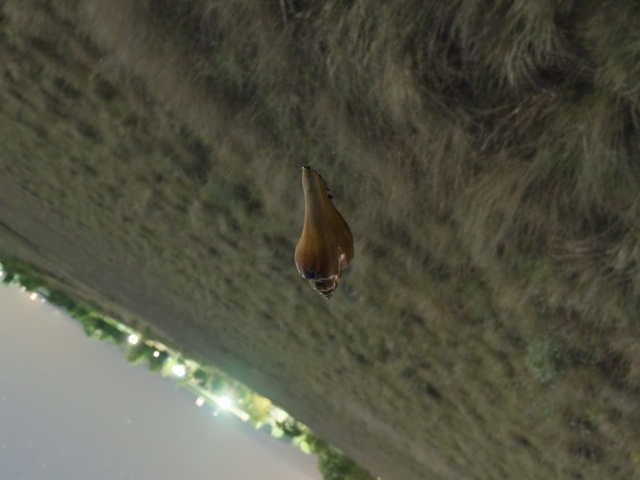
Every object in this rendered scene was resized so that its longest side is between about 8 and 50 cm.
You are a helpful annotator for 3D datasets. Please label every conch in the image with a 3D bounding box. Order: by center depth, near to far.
[{"bbox_3d":[-0.002,0.004,1.350,0.109,0.093,0.330,17,145,24],"label":"conch"}]
